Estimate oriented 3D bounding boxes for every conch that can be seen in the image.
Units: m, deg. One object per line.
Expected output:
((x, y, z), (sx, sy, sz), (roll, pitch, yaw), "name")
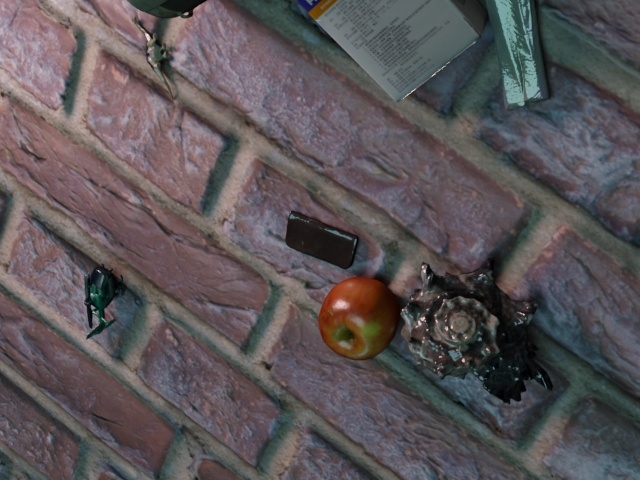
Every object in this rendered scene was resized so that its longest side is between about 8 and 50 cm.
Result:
((0.277, 0.175, 1.830), (0.313, 0.240, 0.186), (43, 139, -9), "conch")

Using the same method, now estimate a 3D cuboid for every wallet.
((0.000, 0.000, 2.034), (0.157, 0.018, 0.082), (21, 118, 20), "wallet")

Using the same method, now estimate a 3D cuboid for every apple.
((0.077, 0.150, 1.989), (0.163, 0.139, 0.163), (14, 129, 18), "apple")

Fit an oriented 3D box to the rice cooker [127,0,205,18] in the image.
((-0.250, -0.557, 1.787), (0.277, 0.288, 0.288), (-20, 100, 34), "rice cooker")

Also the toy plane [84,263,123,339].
((-0.502, 0.135, 2.321), (0.060, 0.096, 0.235), (29, 139, 18), "toy plane")

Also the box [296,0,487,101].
((0.107, -0.408, 1.706), (0.299, 0.106, 0.200), (44, 126, -15), "box")

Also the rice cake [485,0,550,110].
((0.332, -0.330, 1.702), (0.080, 0.042, 0.221), (-6, 106, 26), "rice cake")

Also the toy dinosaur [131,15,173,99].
((-0.330, -0.373, 2.048), (0.058, 0.037, 0.180), (-9, 100, 56), "toy dinosaur")
